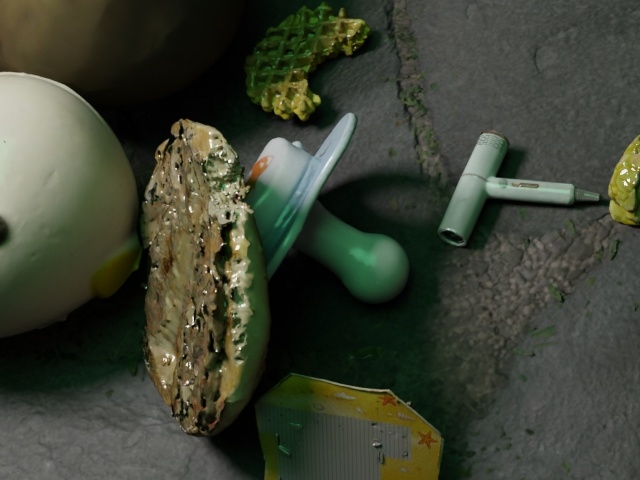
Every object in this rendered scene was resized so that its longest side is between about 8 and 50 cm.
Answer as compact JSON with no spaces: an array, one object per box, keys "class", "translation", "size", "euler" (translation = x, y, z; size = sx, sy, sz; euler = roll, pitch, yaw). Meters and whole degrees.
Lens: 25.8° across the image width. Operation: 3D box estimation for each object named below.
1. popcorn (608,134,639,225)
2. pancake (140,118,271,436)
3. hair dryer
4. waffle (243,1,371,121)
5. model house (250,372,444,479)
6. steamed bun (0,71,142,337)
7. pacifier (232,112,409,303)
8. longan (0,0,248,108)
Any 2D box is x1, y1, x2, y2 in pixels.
[{"class":"popcorn","translation":[0.387,-0.070,1.659],"size":[0.096,0.109,0.089],"euler":[-7,14,-28]},{"class":"pancake","translation":[-0.139,0.045,1.593],"size":[0.071,0.382,0.382],"euler":[-2,52,-22]},{"class":"hair dryer","translation":[0.254,-0.047,1.717],"size":[0.183,0.044,0.155],"euler":[17,67,22]},{"class":"waffle","translation":[-0.020,-0.245,1.916],"size":[0.149,0.051,0.194],"euler":[33,68,31]},{"class":"model house","translation":[0.050,0.218,1.557],"size":[0.219,0.207,0.136],"euler":[4,23,20]},{"class":"steamed bun","translation":[-0.412,-0.037,1.736],"size":[0.373,0.334,0.334],"euler":[-22,54,17]},{"class":"pacifier","translation":[0.000,0.000,1.696],"size":[0.233,0.244,0.299],"euler":[31,66,-2]},{"class":"longan","translation":[-0.272,-0.350,1.876],"size":[0.404,0.336,0.404],"euler":[-17,34,12]}]
